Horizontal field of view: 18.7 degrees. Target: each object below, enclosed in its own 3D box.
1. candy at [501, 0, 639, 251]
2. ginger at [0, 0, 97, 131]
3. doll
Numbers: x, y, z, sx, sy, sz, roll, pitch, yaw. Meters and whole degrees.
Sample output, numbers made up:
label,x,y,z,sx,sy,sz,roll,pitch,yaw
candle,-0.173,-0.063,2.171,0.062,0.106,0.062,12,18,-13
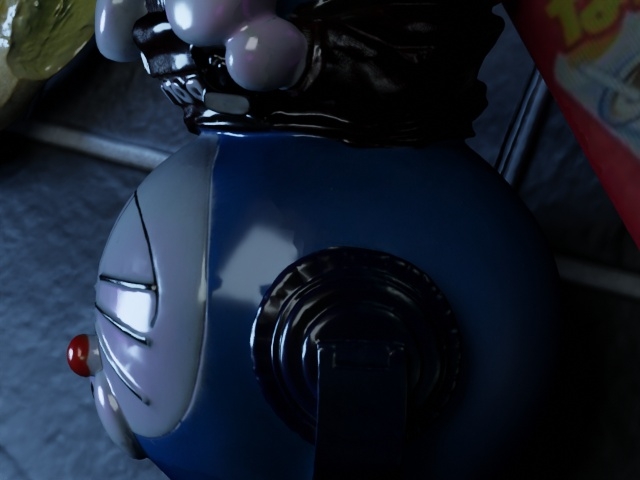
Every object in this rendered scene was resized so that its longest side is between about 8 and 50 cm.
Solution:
label,x,y,z,sx,sy,sz,roll,pitch,yaw
candy,0.201,-0.086,0.946,0.157,0.100,0.306,-36,54,19
ginger,-0.186,-0.153,1.253,0.294,0.086,0.131,-50,53,13
doll,0.000,0.000,0.944,0.240,0.284,0.310,2,92,-7
